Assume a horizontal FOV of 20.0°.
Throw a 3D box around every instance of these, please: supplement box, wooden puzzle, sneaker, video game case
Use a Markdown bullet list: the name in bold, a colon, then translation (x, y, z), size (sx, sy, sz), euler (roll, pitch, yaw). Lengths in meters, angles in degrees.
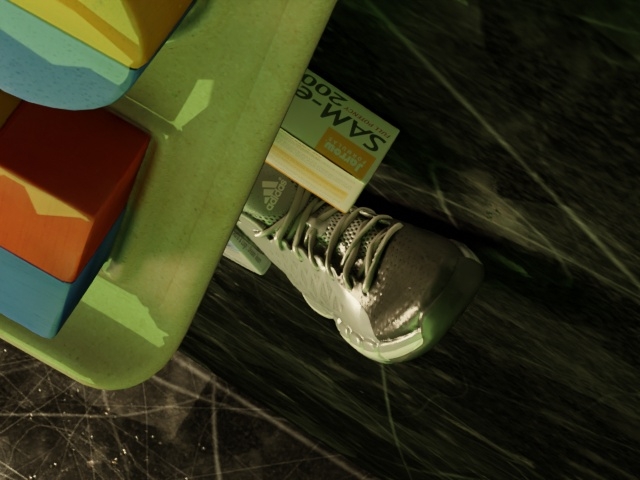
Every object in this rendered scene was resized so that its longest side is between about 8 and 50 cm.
- **supplement box**: translation (0.003, -0.052, 0.975), size (0.062, 0.036, 0.098), euler (34, 170, 0)
- **wooden puzzle**: translation (-0.165, -0.100, 0.642), size (0.322, 0.080, 0.348), euler (30, 140, 2)
- **sneaker**: translation (0.000, 0.000, 1.108), size (0.132, 0.086, 0.229), euler (40, 170, -20)
- **video game case**: translation (-0.127, -0.036, 1.524), size (0.157, 0.019, 0.143), euler (29, 169, 29)
